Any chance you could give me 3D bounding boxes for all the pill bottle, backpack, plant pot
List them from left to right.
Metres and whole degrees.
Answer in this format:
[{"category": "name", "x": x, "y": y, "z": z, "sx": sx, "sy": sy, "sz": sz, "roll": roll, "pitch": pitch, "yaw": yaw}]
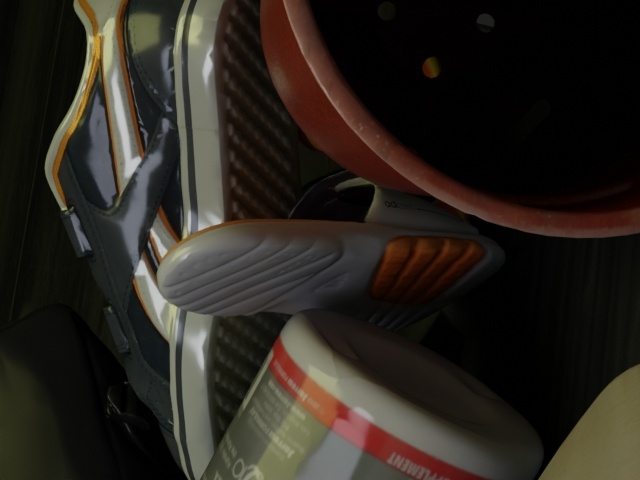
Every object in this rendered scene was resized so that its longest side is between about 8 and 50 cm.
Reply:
[{"category": "backpack", "x": -0.175, "y": 0.252, "z": 1.443, "sx": 0.355, "sy": 0.273, "sz": 0.290, "roll": 44, "pitch": -154, "yaw": -64}, {"category": "pill bottle", "x": -0.010, "y": 0.196, "z": 1.110, "sx": 0.283, "sy": 0.161, "sz": 0.161, "roll": -62, "pitch": 21, "yaw": 11}, {"category": "plant pot", "x": 0.088, "y": -0.129, "z": 0.990, "sx": 0.265, "sy": 0.272, "sz": 0.272, "roll": 163, "pitch": 118, "yaw": -79}]

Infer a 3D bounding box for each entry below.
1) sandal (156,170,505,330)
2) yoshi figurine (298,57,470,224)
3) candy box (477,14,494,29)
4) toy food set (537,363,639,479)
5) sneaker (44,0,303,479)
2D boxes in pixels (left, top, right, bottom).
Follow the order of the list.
[{"category": "sandal", "x": 0.007, "y": -0.005, "z": 1.133, "sx": 0.102, "sy": 0.265, "sz": 0.076, "roll": -36, "pitch": 64, "yaw": 31}, {"category": "yoshi figurine", "x": -0.010, "y": -0.093, "z": 1.381, "sx": 0.203, "sy": 0.203, "sz": 0.362, "roll": -58, "pitch": 31, "yaw": -3}, {"category": "candy box", "x": 0.093, "y": -0.238, "z": 1.281, "sx": 0.196, "sy": 0.070, "sz": 0.165, "roll": -133, "pitch": 57, "yaw": -62}, {"category": "toy food set", "x": 0.125, "y": 0.225, "z": 0.918, "sx": 0.219, "sy": 0.092, "sz": 0.306, "roll": -82, "pitch": 16, "yaw": -52}, {"category": "sneaker", "x": -0.083, "y": -0.008, "z": 1.193, "sx": 0.127, "sy": 0.126, "sz": 0.321, "roll": 8, "pitch": 107, "yaw": 29}]
